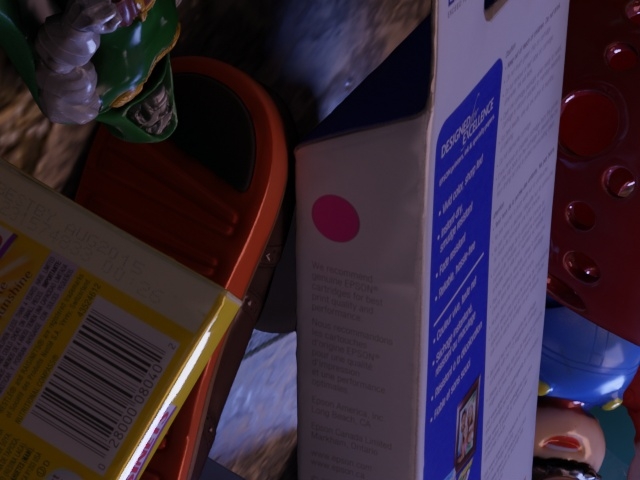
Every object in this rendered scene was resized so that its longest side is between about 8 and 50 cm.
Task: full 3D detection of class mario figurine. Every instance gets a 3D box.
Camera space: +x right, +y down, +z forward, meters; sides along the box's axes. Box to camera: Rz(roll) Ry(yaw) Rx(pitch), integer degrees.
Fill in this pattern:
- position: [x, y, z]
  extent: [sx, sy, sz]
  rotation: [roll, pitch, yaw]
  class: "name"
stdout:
- position: [0.179, 0.102, 1.230]
  extent: [0.170, 0.198, 0.321]
  rotation: [-37, 149, -58]
  class: "mario figurine"

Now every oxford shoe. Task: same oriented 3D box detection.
- position: [-0.072, 0.063, 0.726]
  extent: [0.271, 0.097, 0.098]
  rotation: [-64, 164, 5]
  class: "oxford shoe"

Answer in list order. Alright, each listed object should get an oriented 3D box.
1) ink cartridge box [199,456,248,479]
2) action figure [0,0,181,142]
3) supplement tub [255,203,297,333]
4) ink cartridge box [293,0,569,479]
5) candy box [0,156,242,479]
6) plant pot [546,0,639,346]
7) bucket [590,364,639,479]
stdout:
- position: [-0.107, 0.263, 0.871]
  extent: [0.197, 0.114, 0.273]
  rotation: [-18, 132, -62]
  class: "ink cartridge box"
- position: [-0.070, -0.102, 0.570]
  extent: [0.137, 0.063, 0.232]
  rotation: [-55, 162, -25]
  class: "action figure"
- position: [0.000, 0.000, 0.845]
  extent: [0.107, 0.071, 0.071]
  rotation: [-20, 135, -60]
  class: "supplement tub"
- position: [0.050, 0.019, 0.787]
  extent: [0.176, 0.069, 0.371]
  rotation: [-48, 147, -52]
  class: "ink cartridge box"
- position: [-0.122, 0.083, 0.616]
  extent: [0.206, 0.105, 0.027]
  rotation: [-59, 159, -3]
  class: "candy box"
- position: [0.153, -0.060, 0.978]
  extent: [0.191, 0.174, 0.191]
  rotation: [-48, 155, -31]
  class: "plant pot"
- position: [0.303, 0.219, 1.574]
  extent: [0.281, 0.281, 0.183]
  rotation: [-34, 146, -51]
  class: "bucket"
